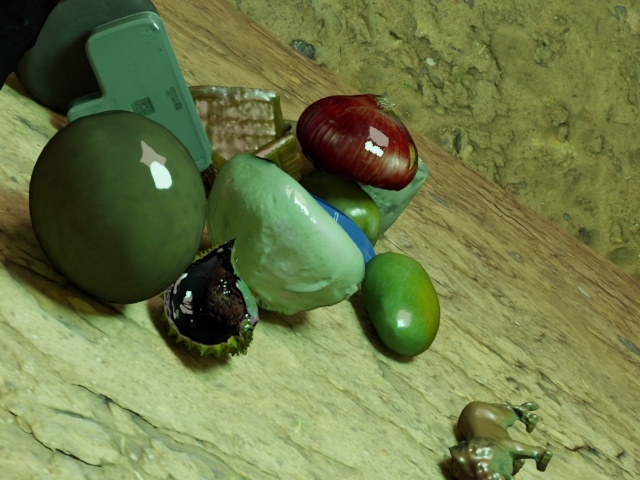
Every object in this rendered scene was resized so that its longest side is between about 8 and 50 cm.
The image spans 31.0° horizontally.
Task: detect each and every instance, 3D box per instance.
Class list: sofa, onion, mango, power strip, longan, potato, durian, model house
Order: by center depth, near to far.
[{"bbox_3d":[-0.245,-0.038,1.403,0.248,0.248,0.248,34,16,-11],"label":"longan"},{"bbox_3d":[-0.138,0.104,1.482,0.187,0.119,0.108,-108,-179,-45],"label":"durian"},{"bbox_3d":[-0.297,-0.207,1.800,0.059,0.193,0.265,-100,171,-64],"label":"power strip"},{"bbox_3d":[0.141,0.109,1.964,0.156,0.114,0.251,55,9,-24],"label":"mango"},{"bbox_3d":[-0.138,-0.140,2.027,0.219,0.199,0.229,-3,53,-3],"label":"model house"},{"bbox_3d":[0.068,-0.178,2.085,0.248,0.161,0.248,6,20,-2],"label":"onion"},{"bbox_3d":[0.032,-0.054,2.155,0.154,0.137,0.200,25,18,-38],"label":"potato"},{"bbox_3d":[0.080,-0.146,2.402,0.176,0.210,0.225,18,28,-46],"label":"sofa"}]

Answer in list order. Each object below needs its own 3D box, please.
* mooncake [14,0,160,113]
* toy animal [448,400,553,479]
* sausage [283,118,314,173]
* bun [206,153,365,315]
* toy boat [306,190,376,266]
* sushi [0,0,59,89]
[{"bbox_3d":[-0.378,-0.321,1.851,0.245,0.245,0.133,21,20,-44],"label":"mooncake"},{"bbox_3d":[0.258,0.305,1.729,0.157,0.097,0.312,29,15,-5],"label":"toy animal"},{"bbox_3d":[-0.062,-0.186,2.358,0.123,0.123,0.253,41,15,13],"label":"sausage"},{"bbox_3d":[-0.073,0.011,1.710,0.283,0.179,0.283,44,-7,6],"label":"bun"},{"bbox_3d":[0.000,0.000,1.996,0.295,0.129,0.088,27,-22,-39],"label":"toy boat"},{"bbox_3d":[-0.504,-0.332,1.513,0.281,0.294,0.299,31,18,-33],"label":"sushi"}]
